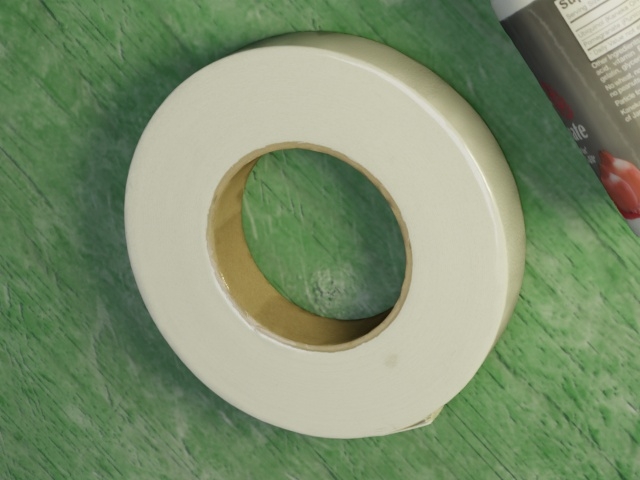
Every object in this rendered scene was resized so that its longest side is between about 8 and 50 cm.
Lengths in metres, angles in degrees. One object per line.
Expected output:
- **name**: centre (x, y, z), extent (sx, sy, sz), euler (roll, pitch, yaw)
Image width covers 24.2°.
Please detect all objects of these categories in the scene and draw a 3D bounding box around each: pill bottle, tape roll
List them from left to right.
- **tape roll**: centre (0.000, 0.000, 1.400), extent (0.392, 0.072, 0.392), euler (8, 113, 20)
- **pill bottle**: centre (0.243, -0.174, 1.166), extent (0.176, 0.176, 0.318), euler (-30, 95, 30)
